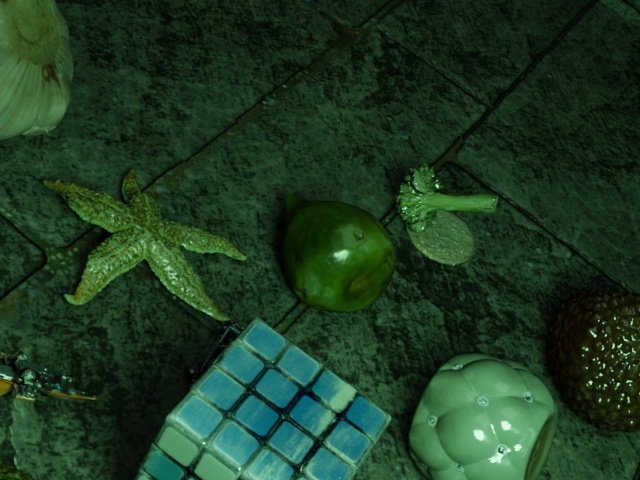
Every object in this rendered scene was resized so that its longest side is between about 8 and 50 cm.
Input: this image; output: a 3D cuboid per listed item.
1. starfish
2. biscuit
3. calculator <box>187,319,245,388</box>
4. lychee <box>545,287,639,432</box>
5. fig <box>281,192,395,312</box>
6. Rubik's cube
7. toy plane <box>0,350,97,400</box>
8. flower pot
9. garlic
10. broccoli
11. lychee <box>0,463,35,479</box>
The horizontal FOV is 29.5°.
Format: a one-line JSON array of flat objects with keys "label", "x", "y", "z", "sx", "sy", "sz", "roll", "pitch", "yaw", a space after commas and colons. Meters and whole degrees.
[{"label": "starfish", "x": -0.289, "y": -0.012, "z": 2.067, "sx": 0.357, "sy": 0.078, "sz": 0.347, "roll": -2, "pitch": 48, "yaw": -31}, {"label": "biscuit", "x": 0.236, "y": -0.011, "z": 2.399, "sx": 0.152, "sy": 0.020, "sz": 0.152, "roll": 15, "pitch": 46, "yaw": -15}, {"label": "calculator", "x": -0.075, "y": 0.248, "z": 1.966, "sx": 0.274, "sy": 0.028, "sz": 0.166, "roll": 32, "pitch": 42, "yaw": 1}, {"label": "lychee", "x": 0.532, "y": 0.218, "z": 2.193, "sx": 0.267, "sy": 0.267, "sz": 0.267, "roll": 16, "pitch": 44, "yaw": -16}, {"label": "fig", "x": 0.000, "y": 0.000, "z": 2.155, "sx": 0.206, "sy": 0.206, "sz": 0.275, "roll": -9, "pitch": 41, "yaw": -36}, {"label": "Rubik's cube", "x": -0.095, "y": 0.315, "z": 1.724, "sx": 0.256, "sy": 0.253, "sz": 0.259, "roll": 35, "pitch": 40, "yaw": 4}, {"label": "toy plane", "x": -0.414, "y": 0.205, "z": 1.790, "sx": 0.188, "sy": 0.062, "sz": 0.135, "roll": 8, "pitch": 20, "yaw": -27}, {"label": "flower pot", "x": 0.265, "y": 0.303, "z": 1.954, "sx": 0.195, "sy": 0.246, "sz": 0.246, "roll": 19, "pitch": 36, "yaw": 26}, {"label": "garlic", "x": -0.556, "y": -0.324, "z": 2.086, "sx": 0.322, "sy": 0.241, "sz": 0.322, "roll": 0, "pitch": 90, "yaw": -34}, {"label": "broccoli", "x": 0.244, "y": -0.077, "z": 2.334, "sx": 0.204, "sy": 0.118, "sz": 0.122, "roll": 8, "pitch": 26, "yaw": 31}, {"label": "lychee", "x": -0.419, "y": 0.377, "z": 1.554, "sx": 0.171, "sy": 0.171, "sz": 0.171, "roll": 16, "pitch": 44, "yaw": -16}]
